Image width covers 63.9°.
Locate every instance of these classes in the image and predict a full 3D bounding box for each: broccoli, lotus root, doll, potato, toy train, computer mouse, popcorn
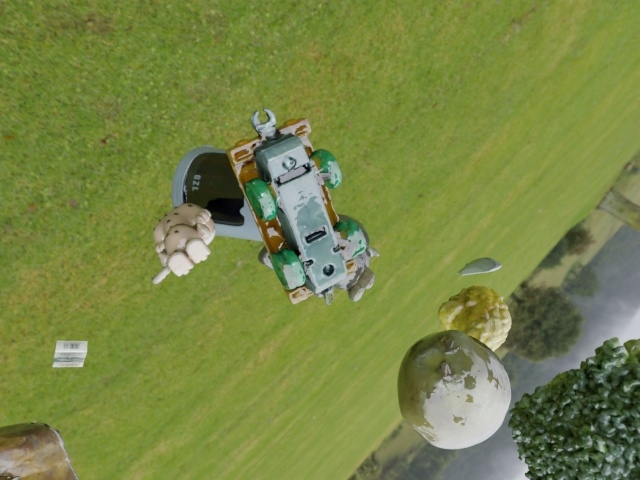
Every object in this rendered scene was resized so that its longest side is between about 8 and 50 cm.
[{"bbox_3d":[0.428,0.287,0.706,0.338,0.277,0.317,-34,148,18],"label":"broccoli"},{"bbox_3d":[-0.524,0.416,0.790,0.272,0.272,0.192,-49,163,-7],"label":"lotus root"},{"bbox_3d":[-0.306,0.002,1.137,0.154,0.278,0.119,-35,114,3],"label":"doll"},{"bbox_3d":[0.288,0.325,1.121,0.243,0.221,0.326,-54,141,6],"label":"potato"},{"bbox_3d":[-0.016,0.028,1.715,0.252,0.382,0.378,-63,-171,14],"label":"doll"},{"bbox_3d":[-0.063,-0.063,1.051,0.178,0.249,0.429,-27,115,-16],"label":"toy train"},{"bbox_3d":[0.368,0.058,1.203,0.056,0.032,0.110,-18,-178,-41],"label":"computer mouse"},{"bbox_3d":[0.449,0.230,1.520,0.200,0.203,0.226,114,1,-75],"label":"popcorn"}]

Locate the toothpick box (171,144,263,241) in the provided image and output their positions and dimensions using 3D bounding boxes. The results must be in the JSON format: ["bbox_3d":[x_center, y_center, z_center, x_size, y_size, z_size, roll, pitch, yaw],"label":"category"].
[{"bbox_3d":[-0.175,-0.115,1.351,0.263,0.354,0.263,8,90,-67],"label":"toothpick box"}]

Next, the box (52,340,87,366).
[{"bbox_3d":[-0.473,0.215,0.967,0.054,0.024,0.083,5,146,-28],"label":"box"}]
